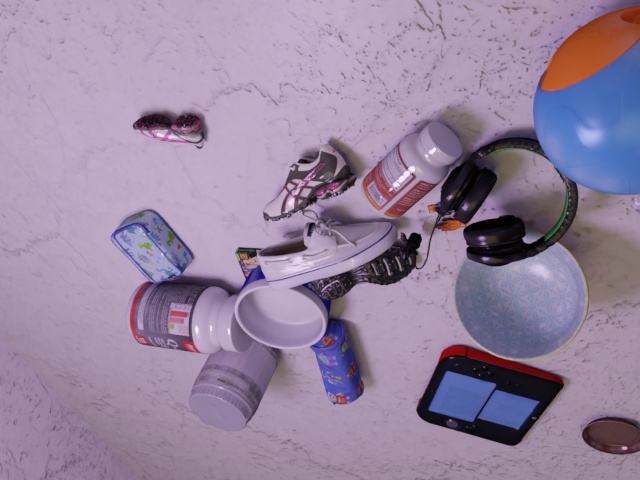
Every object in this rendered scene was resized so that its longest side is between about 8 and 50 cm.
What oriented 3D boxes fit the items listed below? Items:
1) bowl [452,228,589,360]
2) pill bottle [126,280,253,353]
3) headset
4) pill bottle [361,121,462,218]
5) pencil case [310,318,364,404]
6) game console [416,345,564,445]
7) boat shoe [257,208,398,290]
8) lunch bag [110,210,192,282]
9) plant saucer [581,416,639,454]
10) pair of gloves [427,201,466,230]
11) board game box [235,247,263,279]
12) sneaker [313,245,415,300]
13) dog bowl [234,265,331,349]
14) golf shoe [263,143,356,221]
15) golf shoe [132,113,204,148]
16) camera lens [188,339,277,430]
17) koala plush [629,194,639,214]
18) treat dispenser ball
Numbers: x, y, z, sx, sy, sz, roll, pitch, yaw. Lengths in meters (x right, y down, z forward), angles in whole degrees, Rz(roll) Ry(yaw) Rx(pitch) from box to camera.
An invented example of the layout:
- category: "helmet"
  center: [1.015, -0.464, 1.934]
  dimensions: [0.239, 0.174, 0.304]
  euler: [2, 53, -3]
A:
- category: "bowl"
  center: [0.465, 0.126, 1.296]
  dimensions: [0.289, 0.289, 0.156]
  euler: [-12, 167, 32]
- category: "pill bottle"
  center: [-0.395, 0.240, 1.766]
  dimensions: [0.363, 0.210, 0.210]
  euler: [3, 132, 21]
- category: "headset"
  center: [0.343, -0.058, 1.219]
  dimensions: [0.394, 0.185, 0.243]
  euler: [-31, 93, 24]
- category: "pill bottle"
  center: [0.193, -0.148, 1.211]
  dimensions: [0.121, 0.121, 0.216]
  euler: [36, 134, -11]
- category: "pencil case"
  center: [0.046, 0.380, 1.768]
  dimensions: [0.133, 0.119, 0.306]
  euler: [9, 135, 30]
- category: "game console"
  center: [0.487, 0.476, 1.705]
  dimensions: [0.342, 0.060, 0.386]
  euler: [18, 136, 8]
- category: "boat shoe"
  center: [0.001, -0.004, 1.414]
  dimensions: [0.367, 0.136, 0.156]
  euler: [-19, 112, 24]
- category: "lunch bag"
  center: [-0.507, 0.026, 1.707]
  dimensions: [0.176, 0.090, 0.219]
  euler: [-14, 123, 36]
- category: "plant saucer"
  center: [0.846, 0.560, 1.645]
  dimensions: [0.168, 0.029, 0.168]
  euler: [12, 134, 12]
- category: "pair of gloves"
  center: [0.295, -0.056, 1.330]
  dimensions: [0.074, 0.010, 0.083]
  euler: [-9, 124, 32]
- category: "board game box"
  center: [-0.153, 0.128, 1.687]
  dimensions: [0.136, 0.030, 0.260]
  euler: [0, 131, 20]
- category: "sneaker"
  center: [0.114, 0.069, 1.476]
  dimensions: [0.271, 0.108, 0.100]
  euler: [-17, 105, 16]
- category: "dog bowl"
  center: [-0.104, 0.189, 1.627]
  dimensions: [0.265, 0.104, 0.265]
  euler: [7, 131, 8]
- category: "golf shoe"
  center: [-0.043, -0.133, 1.364]
  dimensions: [0.273, 0.105, 0.120]
  euler: [-24, 100, 33]
- category: "golf shoe"
  center: [-0.374, -0.260, 1.396]
  dimensions: [0.186, 0.067, 0.086]
  euler: [8, 135, 17]
- category: "camera lens"
  center: [-0.279, 0.447, 1.860]
  dimensions: [0.219, 0.274, 0.219]
  euler: [13, 135, 13]
- category: "koala plush"
  center: [0.695, -0.096, 1.028]
  dimensions: [0.196, 0.203, 0.221]
  euler: [5, 154, 4]
- category: "treat dispenser ball"
  center: [0.489, -0.215, 0.898]
  dimensions: [0.288, 0.288, 0.288]
  euler: [12, 134, 13]
